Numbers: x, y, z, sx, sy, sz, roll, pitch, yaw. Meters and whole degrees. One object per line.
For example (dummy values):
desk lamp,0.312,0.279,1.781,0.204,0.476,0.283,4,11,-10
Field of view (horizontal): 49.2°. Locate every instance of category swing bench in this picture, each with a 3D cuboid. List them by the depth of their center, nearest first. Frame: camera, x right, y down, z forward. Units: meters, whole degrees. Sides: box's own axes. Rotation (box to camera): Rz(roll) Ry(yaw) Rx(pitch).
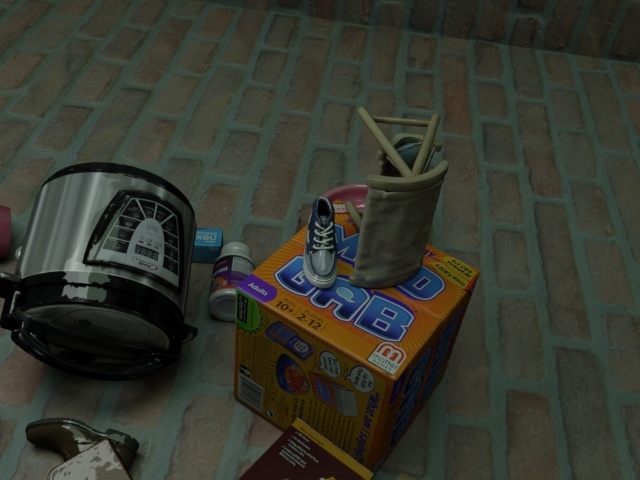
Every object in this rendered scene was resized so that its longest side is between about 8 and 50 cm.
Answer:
swing bench,0.143,-0.080,1.348,0.165,0.253,0.255,4,41,-5

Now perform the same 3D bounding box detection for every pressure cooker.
pressure cooker,-0.461,0.093,1.509,0.369,0.375,0.420,-2,59,8

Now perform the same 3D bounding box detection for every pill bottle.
pill bottle,-0.217,0.097,1.742,0.108,0.108,0.193,3,42,-4

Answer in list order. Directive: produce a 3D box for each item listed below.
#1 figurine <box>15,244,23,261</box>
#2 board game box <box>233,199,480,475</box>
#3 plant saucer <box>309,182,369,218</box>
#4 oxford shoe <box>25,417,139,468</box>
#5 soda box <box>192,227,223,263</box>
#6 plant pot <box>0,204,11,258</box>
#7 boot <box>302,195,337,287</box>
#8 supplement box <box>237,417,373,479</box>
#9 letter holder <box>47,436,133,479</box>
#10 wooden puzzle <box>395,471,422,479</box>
figurine,-0.621,0.078,1.733,0.215,0.092,0.209,-19,52,-24
board game box,0.065,0.204,1.478,0.356,0.357,0.356,28,45,22
plant saucer,0.132,-0.028,1.942,0.332,0.084,0.332,4,42,-3
oxford shoe,-0.486,0.413,1.384,0.227,0.083,0.096,12,45,6
soda box,-0.365,0.009,1.848,0.210,0.067,0.071,4,43,-4
plant pot,-0.873,-0.024,1.742,0.180,0.201,0.201,2,40,-27
boot,0.000,0.000,1.361,0.069,0.086,0.190,1,41,-7
supplement box,-0.036,0.486,1.327,0.191,0.129,0.194,30,47,24
letter holder,-0.383,0.537,1.185,0.214,0.152,0.302,-26,60,-28
wooden puzzle,0.230,0.625,1.257,0.322,0.080,0.348,22,40,16
